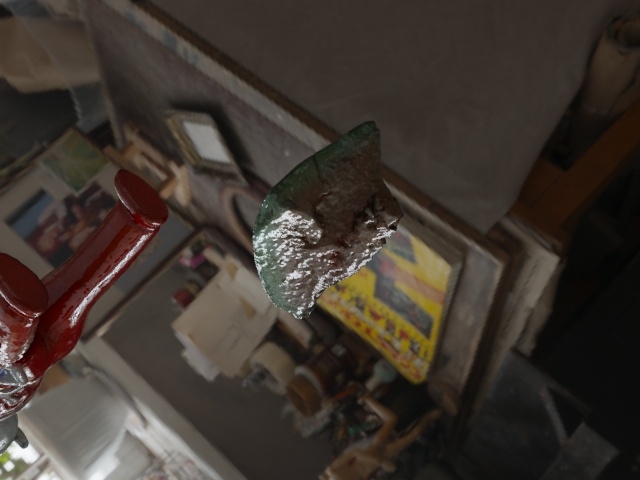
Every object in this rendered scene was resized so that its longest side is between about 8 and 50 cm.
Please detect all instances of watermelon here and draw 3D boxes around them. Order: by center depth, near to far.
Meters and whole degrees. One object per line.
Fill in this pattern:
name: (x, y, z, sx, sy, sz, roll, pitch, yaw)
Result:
watermelon: (-0.008, -0.003, 0.689, 0.080, 0.101, 0.155, 54, 135, 21)

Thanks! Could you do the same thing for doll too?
doll: (-0.255, 0.093, 0.753, 0.099, 0.188, 0.384, 44, 131, 2)
